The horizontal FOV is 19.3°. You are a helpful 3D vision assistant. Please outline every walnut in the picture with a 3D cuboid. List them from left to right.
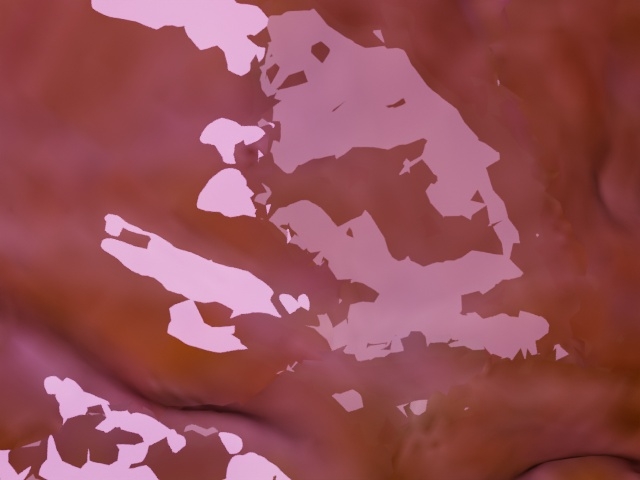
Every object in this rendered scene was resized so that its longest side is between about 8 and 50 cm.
[{"bbox_3d":[0.003,0.000,0.565,0.344,0.306,0.306,2,91,-43],"label":"walnut"}]
